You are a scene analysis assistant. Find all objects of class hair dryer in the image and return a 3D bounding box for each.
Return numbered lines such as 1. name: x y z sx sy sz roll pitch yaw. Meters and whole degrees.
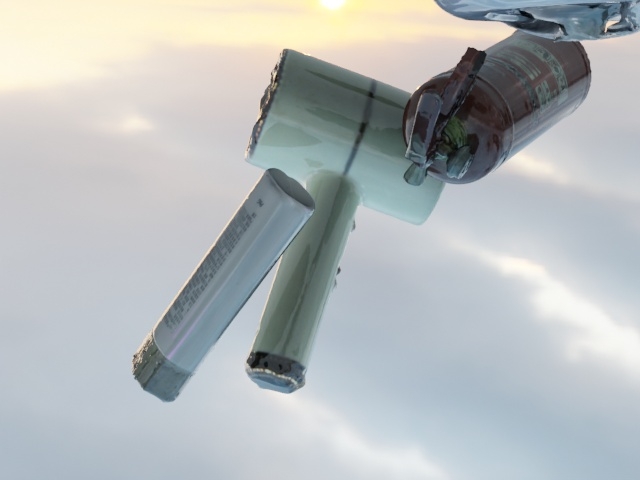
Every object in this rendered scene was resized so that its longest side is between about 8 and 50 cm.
1. hair dryer: 0.000 0.000 1.427 0.203 0.362 0.128 20 159 -6

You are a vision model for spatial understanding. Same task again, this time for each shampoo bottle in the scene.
1. shampoo bottle: -0.091 0.041 1.324 0.056 0.227 0.086 33 -168 -16

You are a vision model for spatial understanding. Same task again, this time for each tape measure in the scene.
1. tape measure: 0.162 -0.186 0.908 0.197 0.120 0.236 -2 -176 -4

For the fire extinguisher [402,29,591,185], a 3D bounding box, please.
1. fire extinguisher: 0.161 -0.139 1.357 0.106 0.147 0.337 30 -149 17
